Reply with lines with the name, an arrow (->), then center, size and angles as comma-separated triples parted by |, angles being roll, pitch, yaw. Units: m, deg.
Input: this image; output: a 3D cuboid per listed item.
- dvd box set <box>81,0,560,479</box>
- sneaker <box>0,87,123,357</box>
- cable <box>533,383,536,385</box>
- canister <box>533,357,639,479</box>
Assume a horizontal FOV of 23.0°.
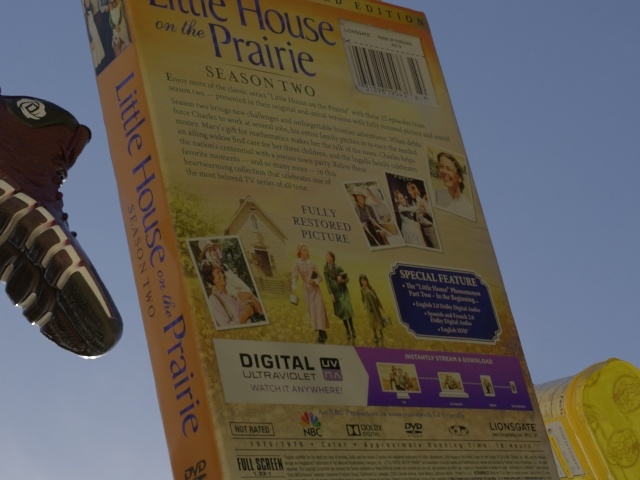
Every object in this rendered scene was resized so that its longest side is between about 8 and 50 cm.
dvd box set -> 0.000, 0.000, 1.118 | 0.308, 0.420, 0.062 | 6, -29, -41
sneaker -> -0.242, -0.038, 1.447 | 0.281, 0.162, 0.106 | 50, -44, 1
cable -> 0.151, 0.144, 1.592 | 0.072, 0.139, 0.287 | -44, -37, 10
canister -> 0.209, 0.173, 1.307 | 0.170, 0.073, 0.126 | -26, -90, 60
